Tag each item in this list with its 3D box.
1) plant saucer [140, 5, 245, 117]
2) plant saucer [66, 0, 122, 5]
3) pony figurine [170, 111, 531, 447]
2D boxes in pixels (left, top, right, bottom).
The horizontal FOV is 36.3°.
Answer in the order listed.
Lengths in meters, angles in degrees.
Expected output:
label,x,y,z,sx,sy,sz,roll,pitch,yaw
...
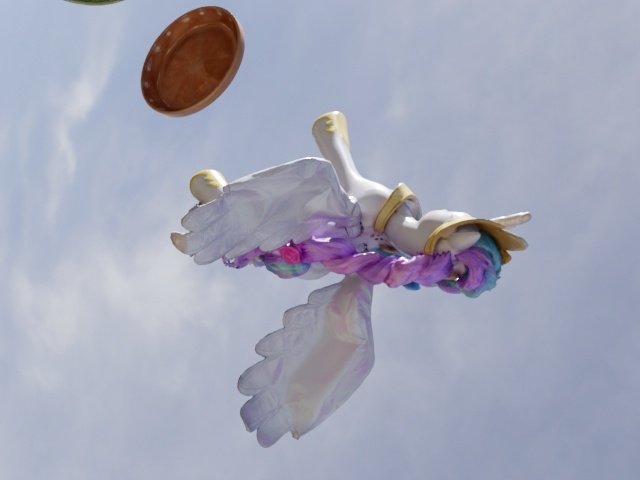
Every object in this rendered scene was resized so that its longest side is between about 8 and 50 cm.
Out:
label,x,y,z,sx,sy,sz,roll,pitch,yaw
plant saucer,-0.085,-0.120,0.659,0.083,0.013,0.083,-15,-120,28
plant saucer,-0.237,-0.338,0.912,0.037,0.241,0.241,0,-100,45
pony figurine,0.000,0.000,1.067,0.363,0.351,0.302,35,-35,52
